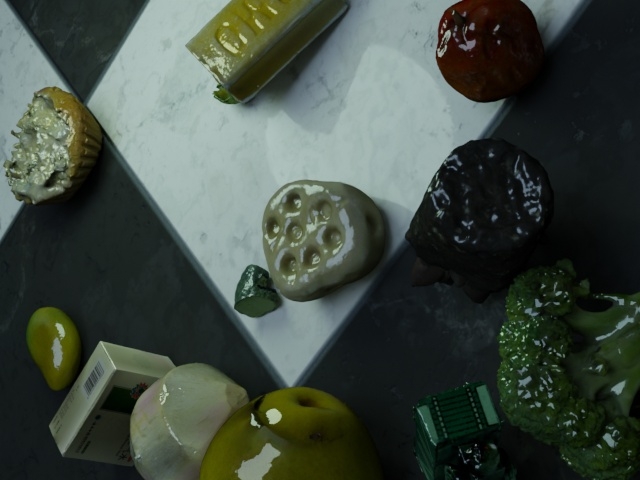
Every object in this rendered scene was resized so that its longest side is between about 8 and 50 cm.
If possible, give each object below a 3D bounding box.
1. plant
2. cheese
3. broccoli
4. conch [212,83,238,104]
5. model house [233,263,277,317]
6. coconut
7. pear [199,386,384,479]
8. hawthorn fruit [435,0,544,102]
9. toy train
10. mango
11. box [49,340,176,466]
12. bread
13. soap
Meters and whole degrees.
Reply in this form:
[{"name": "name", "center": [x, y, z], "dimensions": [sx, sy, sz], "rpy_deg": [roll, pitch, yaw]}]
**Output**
[{"name": "plant", "center": [0.216, -0.014, 1.397], "dimensions": [0.182, 0.320, 0.194], "rpy_deg": [33, 81, 12]}, {"name": "cheese", "center": [0.000, 0.000, 1.708], "dimensions": [0.235, 0.117, 0.217], "rpy_deg": [37, 104, 41]}, {"name": "broccoli", "center": [0.350, 0.142, 1.324], "dimensions": [0.254, 0.186, 0.302], "rpy_deg": [27, 75, 9]}, {"name": "conch", "center": [-0.167, -0.305, 1.971], "dimensions": [0.121, 0.074, 0.089], "rpy_deg": [-12, 34, 37]}, {"name": "model house", "center": [-0.115, 0.086, 1.835], "dimensions": [0.079, 0.066, 0.083], "rpy_deg": [-35, 38, 42]}, {"name": "coconut", "center": [-0.218, 0.324, 1.756], "dimensions": [0.237, 0.197, 0.236], "rpy_deg": [-19, 63, 43]}, {"name": "pear", "center": [-0.045, 0.392, 1.537], "dimensions": [0.285, 0.285, 0.336], "rpy_deg": [-2, 92, 42]}, {"name": "hawthorn fruit", "center": [0.248, -0.292, 1.534], "dimensions": [0.174, 0.179, 0.173], "rpy_deg": [20, 122, 36]}, {"name": "toy train", "center": [0.190, 0.300, 1.359], "dimensions": [0.115, 0.269, 0.154], "rpy_deg": [-21, 62, -6]}, {"name": "mango", "center": [-0.570, 0.226, 2.183], "dimensions": [0.122, 0.085, 0.191], "rpy_deg": [-45, 61, 10]}, {"name": "box", "center": [-0.387, 0.315, 1.927], "dimensions": [0.212, 0.168, 0.095], "rpy_deg": [-58, 45, 14]}, {"name": "bread", "center": [-0.598, -0.208, 2.288], "dimensions": [0.274, 0.149, 0.274], "rpy_deg": [-7, 79, 39]}, {"name": "soap", "center": [-0.104, -0.401, 1.888], "dimensions": [0.274, 0.089, 0.173], "rpy_deg": [-44, 53, 2]}]
